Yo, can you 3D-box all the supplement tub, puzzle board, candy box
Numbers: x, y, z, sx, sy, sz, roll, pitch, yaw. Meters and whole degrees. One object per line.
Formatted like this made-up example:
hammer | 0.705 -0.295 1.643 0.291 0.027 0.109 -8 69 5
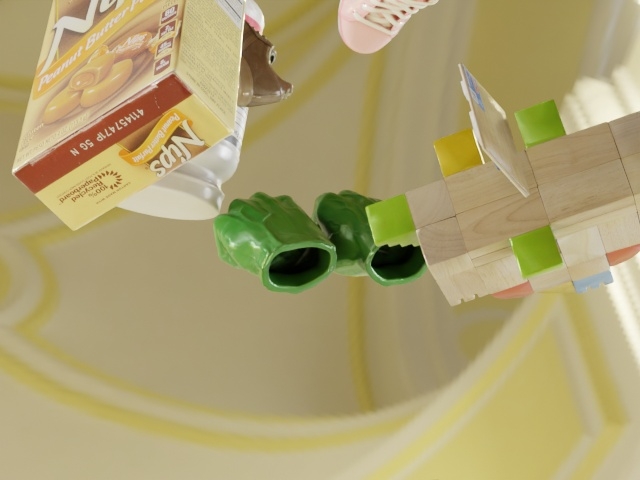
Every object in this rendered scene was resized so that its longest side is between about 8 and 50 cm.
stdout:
supplement tub | -0.183 -0.178 2.178 0.191 0.272 0.191 10 168 2
puzzle board | 0.179 -0.114 1.837 0.096 0.011 0.128 41 -153 -42
candy box | -0.163 -0.171 1.582 0.087 0.183 0.316 47 -154 -31

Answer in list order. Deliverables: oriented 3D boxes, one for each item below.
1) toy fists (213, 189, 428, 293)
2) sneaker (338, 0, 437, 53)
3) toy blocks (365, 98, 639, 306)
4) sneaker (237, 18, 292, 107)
toy fists | 0.000 0.000 2.179 0.279 0.096 0.142 -4 -146 -32
sneaker | 0.052 -0.175 1.234 0.051 0.134 0.070 21 -145 -17
toy blocks | 0.272 -0.016 2.057 0.381 0.261 0.190 -19 -114 8
sneaker | -0.090 -0.209 1.952 0.071 0.066 0.188 2 -137 -27
